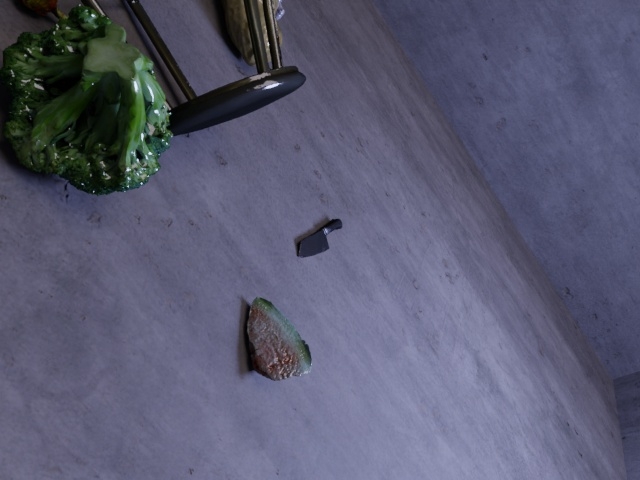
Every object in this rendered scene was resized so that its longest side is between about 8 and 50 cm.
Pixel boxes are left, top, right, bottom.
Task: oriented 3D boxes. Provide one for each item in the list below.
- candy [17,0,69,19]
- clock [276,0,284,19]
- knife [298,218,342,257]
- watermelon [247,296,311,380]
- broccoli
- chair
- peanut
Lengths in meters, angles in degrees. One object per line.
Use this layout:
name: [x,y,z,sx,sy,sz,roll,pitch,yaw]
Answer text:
candy: [-0.456,-0.402,1.127,0.201,0.061,0.060,33,39,-53]
clock: [-0.181,-0.732,1.797,0.117,0.080,0.176,3,64,-55]
knife: [0.000,0.000,1.508,0.230,0.028,0.060,-33,105,-59]
watermelon: [-0.091,0.191,1.160,0.094,0.081,0.180,10,39,-35]
broccoli: [-0.344,-0.209,0.944,0.265,0.245,0.294,-24,72,-39]
chair: [-0.238,-0.430,1.162,0.364,0.362,0.409,-73,143,-78]
peanut: [-0.178,-0.595,1.621,0.152,0.152,0.312,22,50,-48]
